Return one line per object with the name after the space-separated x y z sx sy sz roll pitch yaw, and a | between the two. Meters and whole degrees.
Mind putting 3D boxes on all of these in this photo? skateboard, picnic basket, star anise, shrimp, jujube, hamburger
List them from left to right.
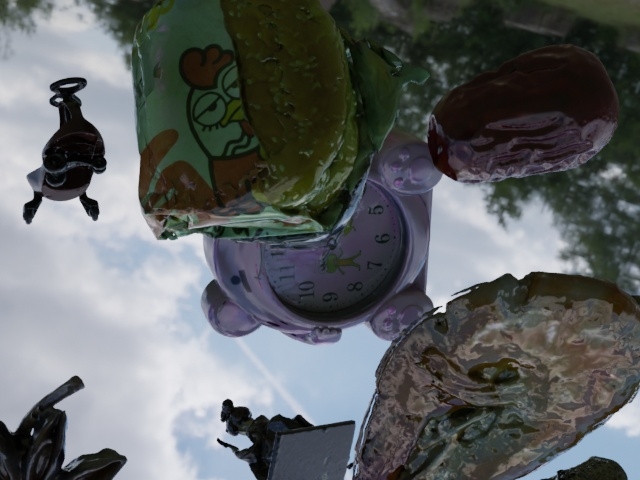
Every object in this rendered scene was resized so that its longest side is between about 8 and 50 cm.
-0.296 0.256 0.916 0.230 0.262 0.081 18 179 -4 | star anise
-0.213 -0.074 0.755 0.067 0.080 0.151 -3 160 -25 | skateboard
-0.036 -0.105 0.695 0.235 0.214 0.125 -1 176 14 | hamburger
0.086 0.120 0.593 0.154 0.294 0.062 30 -151 -21 | shrimp
0.245 -0.149 1.090 0.230 0.155 0.155 -15 -158 -6 | jujube
0.476 0.506 1.674 0.196 0.154 0.134 -20 180 -13 | picnic basket

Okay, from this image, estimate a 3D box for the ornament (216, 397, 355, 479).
-0.076 0.295 1.249 0.196 0.153 0.166 20 -170 42 | ornament

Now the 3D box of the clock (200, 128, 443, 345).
0.000 0.000 1.209 0.322 0.295 0.113 -4 -161 -18 | clock

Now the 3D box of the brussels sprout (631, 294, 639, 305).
0.293 0.076 0.798 0.083 0.046 0.051 54 -160 -34 | brussels sprout
